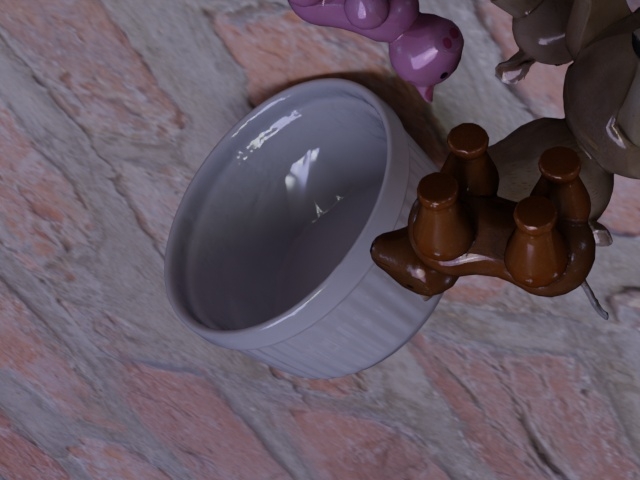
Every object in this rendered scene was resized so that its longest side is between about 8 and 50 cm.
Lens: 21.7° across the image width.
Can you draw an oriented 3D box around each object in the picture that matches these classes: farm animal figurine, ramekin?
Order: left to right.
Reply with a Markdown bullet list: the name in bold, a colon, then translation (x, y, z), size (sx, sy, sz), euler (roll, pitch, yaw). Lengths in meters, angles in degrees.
- **ramekin**: translation (0.000, 0.000, 1.178), size (0.207, 0.207, 0.109), euler (-3, 149, 44)
- **farm animal figurine**: translation (0.145, -0.089, 0.886), size (0.326, 0.330, 0.172), euler (-8, 143, 3)
